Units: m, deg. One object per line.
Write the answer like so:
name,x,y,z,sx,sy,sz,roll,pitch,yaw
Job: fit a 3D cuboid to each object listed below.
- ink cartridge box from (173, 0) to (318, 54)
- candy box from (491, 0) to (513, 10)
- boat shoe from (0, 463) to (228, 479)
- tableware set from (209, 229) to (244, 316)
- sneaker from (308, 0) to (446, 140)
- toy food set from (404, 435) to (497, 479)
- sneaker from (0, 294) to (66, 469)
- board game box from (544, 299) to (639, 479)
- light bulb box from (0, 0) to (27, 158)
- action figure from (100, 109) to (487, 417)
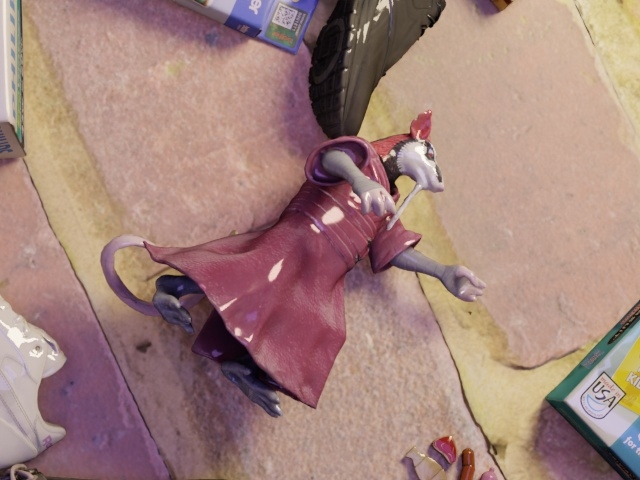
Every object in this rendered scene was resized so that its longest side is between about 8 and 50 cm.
ink cartridge box,-0.129,-0.353,1.538,0.311,0.065,0.186,24,83,-12
candy box,0.245,-0.369,1.605,0.186,0.053,0.109,-43,91,-10
boat shoe,-0.248,0.270,1.439,0.335,0.112,0.096,13,92,-23
tableware set,-0.054,0.074,1.546,0.168,0.020,0.141,16,82,-5
sneaker,0.072,-0.244,1.550,0.130,0.109,0.286,15,90,-22
toy food set,0.158,0.269,1.561,0.078,0.019,0.122,-34,83,-9
sneaker,-0.358,0.094,1.469,0.152,0.114,0.305,-16,96,-15
board game box,0.464,0.151,1.580,0.254,0.079,0.336,45,82,-2
light bulb box,-0.488,-0.265,1.409,0.361,0.225,0.358,-2,85,-8
action figure,0.000,0.000,1.493,0.370,0.275,0.248,-51,138,-21
